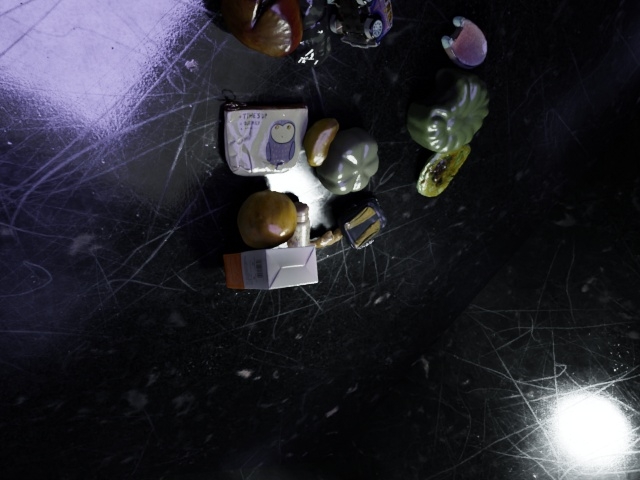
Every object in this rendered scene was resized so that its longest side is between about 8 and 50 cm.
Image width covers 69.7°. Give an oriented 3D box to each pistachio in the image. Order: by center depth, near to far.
[{"bbox_3d":[-0.009,-0.368,1.682,0.110,0.100,0.189,6,118,-47],"label":"pistachio"}]

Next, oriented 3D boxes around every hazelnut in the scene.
[{"bbox_3d":[-0.151,-0.635,1.271,0.217,0.217,0.251,-44,125,1],"label":"hazelnut"}]

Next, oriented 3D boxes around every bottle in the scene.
[{"bbox_3d":[-0.086,-0.064,1.891,0.110,0.097,0.209,-40,146,-42],"label":"bottle"}]

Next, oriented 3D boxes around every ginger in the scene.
[{"bbox_3d":[0.000,0.000,2.033,0.288,0.075,0.089,-19,155,-32],"label":"ginger"}]

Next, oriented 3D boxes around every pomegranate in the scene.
[{"bbox_3d":[-0.193,-0.075,1.699,0.233,0.233,0.233,-22,135,-23],"label":"pomegranate"}]

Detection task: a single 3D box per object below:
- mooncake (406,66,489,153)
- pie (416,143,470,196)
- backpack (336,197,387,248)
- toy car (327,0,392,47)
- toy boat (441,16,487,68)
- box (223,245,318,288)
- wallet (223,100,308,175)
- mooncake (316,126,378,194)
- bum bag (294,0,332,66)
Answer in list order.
[{"bbox_3d":[0.542,-0.532,1.930,0.351,0.187,0.351,-23,135,-25],"label":"mooncake"},{"bbox_3d":[0.581,-0.343,2.174,0.323,0.070,0.323,-32,151,-20],"label":"pie"},{"bbox_3d":[0.192,-0.085,2.061,0.258,0.133,0.206,-36,113,-22],"label":"backpack"},{"bbox_3d":[0.131,-0.744,1.441,0.158,0.172,0.235,-46,140,-23],"label":"toy car"},{"bbox_3d":[0.569,-0.780,1.832,0.228,0.085,0.155,23,100,-36],"label":"toy boat"},{"bbox_3d":[-0.199,0.103,1.758,0.225,0.341,0.143,-4,89,-37],"label":"box"},{"bbox_3d":[-0.189,-0.351,1.580,0.336,0.068,0.274,-12,129,-34],"label":"wallet"},{"bbox_3d":[0.114,-0.306,1.818,0.275,0.135,0.274,-25,136,-26],"label":"mooncake"},{"bbox_3d":[-0.030,-0.693,1.396,0.144,0.095,0.340,-33,142,-26],"label":"bum bag"}]
